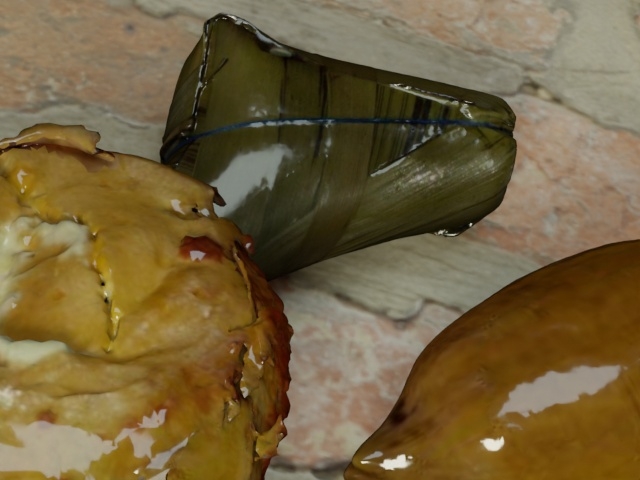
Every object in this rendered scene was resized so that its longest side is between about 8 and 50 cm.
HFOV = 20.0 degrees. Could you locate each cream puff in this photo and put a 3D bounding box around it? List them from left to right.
[{"bbox_3d":[-0.181,0.103,1.048,0.350,0.228,0.350,7,41,-6],"label":"cream puff"}]

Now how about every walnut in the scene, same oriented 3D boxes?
[{"bbox_3d":[0.164,0.110,1.167,0.336,0.209,0.209,-10,56,-23],"label":"walnut"}]

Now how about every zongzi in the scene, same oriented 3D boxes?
[{"bbox_3d":[0.000,0.000,1.268,0.260,0.123,0.289,15,60,-7],"label":"zongzi"}]
